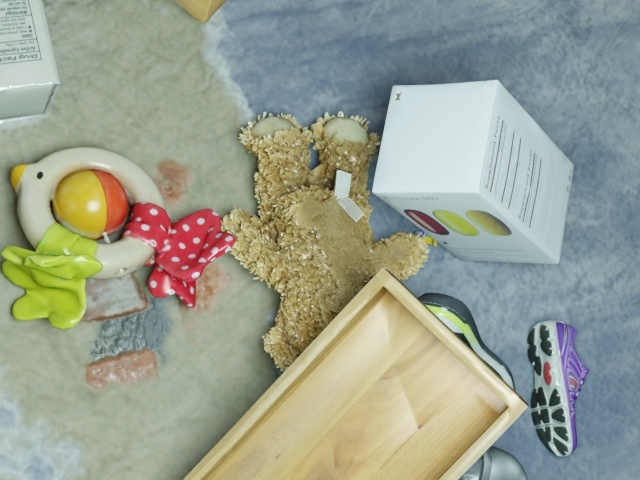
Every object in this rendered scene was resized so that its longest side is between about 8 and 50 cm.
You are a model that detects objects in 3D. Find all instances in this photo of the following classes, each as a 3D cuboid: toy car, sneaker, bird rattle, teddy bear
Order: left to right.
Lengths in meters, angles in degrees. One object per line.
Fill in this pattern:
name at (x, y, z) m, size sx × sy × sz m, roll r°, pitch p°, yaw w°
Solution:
bird rattle at (-0.233, -0.019, 1.295) m, size 0.253 × 0.143 × 0.207 m, roll -18°, pitch 69°, yaw -24°
teddy bear at (0.000, 0.000, 1.389) m, size 0.245 × 0.113 × 0.338 m, roll -17°, pitch 78°, yaw -30°
toy car at (0.130, -0.059, 1.463) m, size 0.040 × 0.060 × 0.122 m, roll 5°, pitch 68°, yaw 14°
sneaker at (0.150, 0.156, 1.365) m, size 0.235 × 0.084 × 0.097 m, roll 52°, pitch 52°, yaw -39°
sneaker at (0.307, 0.183, 1.468) m, size 0.071 × 0.068 × 0.170 m, roll 4°, pitch 77°, yaw -24°

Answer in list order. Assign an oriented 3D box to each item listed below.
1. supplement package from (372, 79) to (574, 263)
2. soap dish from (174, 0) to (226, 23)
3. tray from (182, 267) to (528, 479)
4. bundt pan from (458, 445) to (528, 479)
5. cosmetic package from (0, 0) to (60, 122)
supplement package at (0.183, -0.073, 1.374) m, size 0.244 × 0.139 × 0.134 m, roll 32°, pitch 64°, yaw -52°
soap dish at (-0.134, -0.439, 1.414) m, size 0.229 × 0.118 × 0.291 m, roll 41°, pitch 68°, yaw -7°
tray at (0.001, 0.249, 1.234) m, size 0.203 × 0.076 × 0.411 m, roll 44°, pitch 94°, yaw 12°
bundt pan at (0.134, 0.363, 1.340) m, size 0.330 × 0.124 × 0.331 m, roll 4°, pitch 79°, yaw -19°
cosmetic package at (-0.394, -0.281, 1.286) m, size 0.153 × 0.129 × 0.296 m, roll -9°, pitch 82°, yaw -22°
